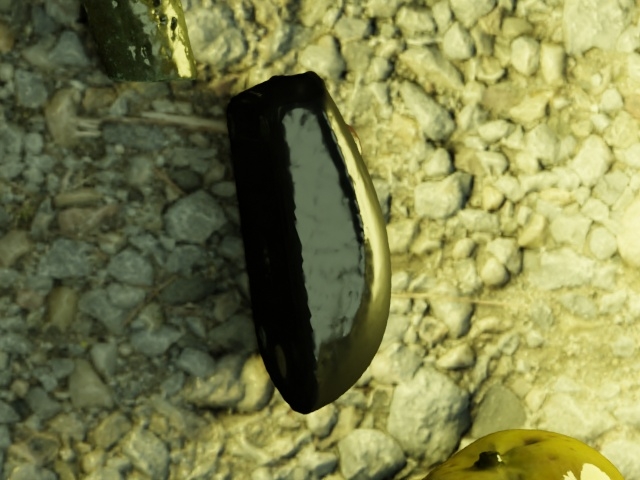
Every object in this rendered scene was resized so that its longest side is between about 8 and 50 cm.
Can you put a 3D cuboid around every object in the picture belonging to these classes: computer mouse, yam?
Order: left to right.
[{"bbox_3d":[-0.151,-0.201,1.372,0.078,0.078,0.179,-22,107,-25],"label":"yam"},{"bbox_3d":[0.000,0.000,1.416,0.100,0.170,0.269,-10,99,-18],"label":"computer mouse"}]

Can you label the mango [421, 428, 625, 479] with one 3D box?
[{"bbox_3d":[0.143,0.336,1.532,0.253,0.182,0.365,21,96,-31],"label":"mango"}]
